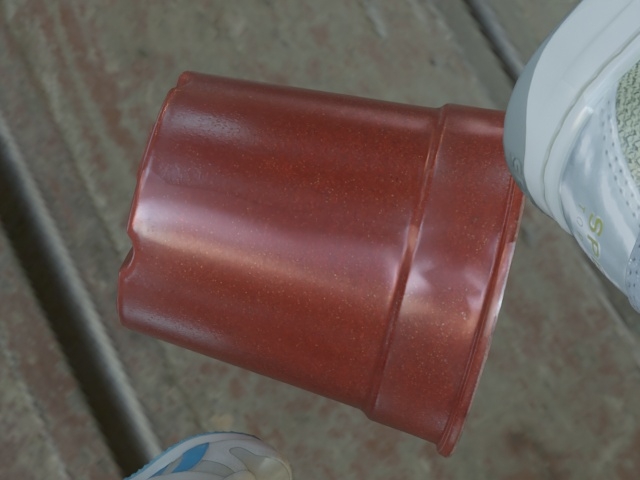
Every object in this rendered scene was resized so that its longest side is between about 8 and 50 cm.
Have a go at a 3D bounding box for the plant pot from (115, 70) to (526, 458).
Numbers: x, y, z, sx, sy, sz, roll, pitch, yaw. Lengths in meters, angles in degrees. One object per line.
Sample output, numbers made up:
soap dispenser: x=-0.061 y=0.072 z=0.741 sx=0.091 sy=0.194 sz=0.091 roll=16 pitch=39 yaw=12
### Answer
plant pot: x=0.000 y=0.000 z=1.138 sx=0.265 sy=0.272 sz=0.272 roll=14 pitch=50 yaw=2

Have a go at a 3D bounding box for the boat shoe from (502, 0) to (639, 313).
boat shoe: x=0.200 y=-0.099 z=0.453 sx=0.118 sy=0.320 sz=0.103 roll=42 pitch=10 yaw=-47

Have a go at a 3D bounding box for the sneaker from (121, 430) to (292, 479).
sneaker: x=-0.091 y=0.187 z=0.975 sx=0.228 sy=0.092 sz=0.087 roll=-14 pitch=114 yaw=-48
